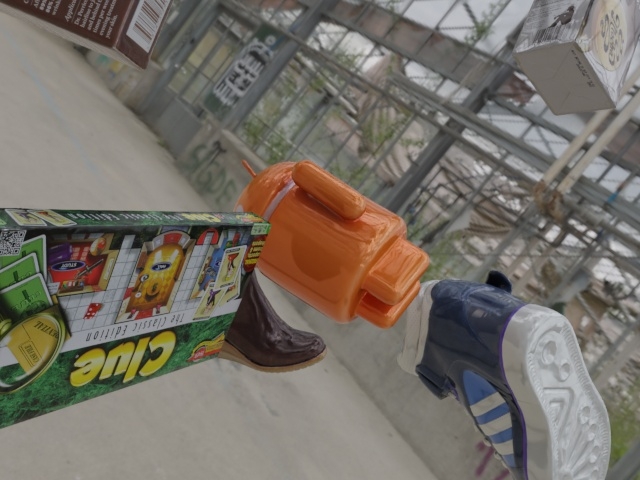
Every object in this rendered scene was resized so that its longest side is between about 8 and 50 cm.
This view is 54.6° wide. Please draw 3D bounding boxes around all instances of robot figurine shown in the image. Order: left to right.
[{"bbox_3d":[-0.001,0.002,0.642,0.219,0.128,0.158,32,2,18],"label":"robot figurine"}]

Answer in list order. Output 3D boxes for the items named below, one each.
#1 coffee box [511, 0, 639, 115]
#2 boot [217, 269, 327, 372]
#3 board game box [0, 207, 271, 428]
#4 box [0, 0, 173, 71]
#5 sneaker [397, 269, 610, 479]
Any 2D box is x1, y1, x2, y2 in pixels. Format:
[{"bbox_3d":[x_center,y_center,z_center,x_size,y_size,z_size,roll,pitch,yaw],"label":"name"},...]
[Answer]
[{"bbox_3d":[0.459,-0.388,1.063,0.168,0.297,0.119,38,-21,-35],"label":"coffee box"},{"bbox_3d":[-0.113,0.112,1.046,0.248,0.207,0.090,3,24,10],"label":"boot"},{"bbox_3d":[-0.132,0.044,0.430,0.030,0.136,0.259,31,15,22],"label":"board game box"},{"bbox_3d":[-0.418,-0.423,0.934,0.381,0.191,0.143,24,2,2],"label":"box"},{"bbox_3d":[0.213,0.188,0.784,0.236,0.130,0.323,14,-47,53],"label":"sneaker"}]
